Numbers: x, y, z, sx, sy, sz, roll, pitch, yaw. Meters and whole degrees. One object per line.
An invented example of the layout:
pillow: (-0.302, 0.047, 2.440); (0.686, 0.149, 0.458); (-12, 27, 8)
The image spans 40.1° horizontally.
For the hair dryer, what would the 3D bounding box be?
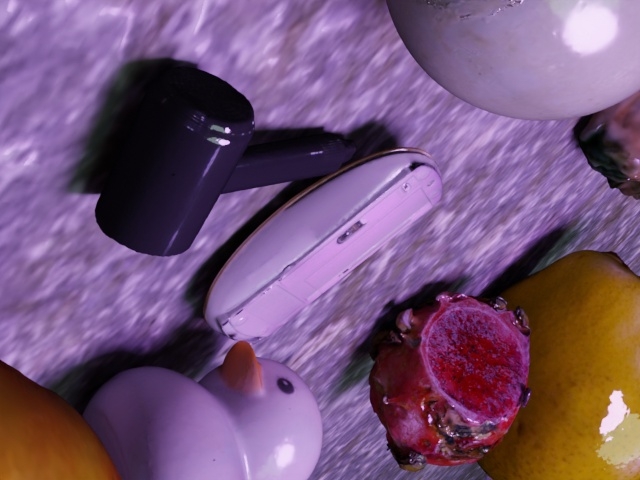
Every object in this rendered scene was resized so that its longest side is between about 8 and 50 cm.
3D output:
hair dryer: (-0.037, -0.063, 0.626); (0.248, 0.070, 0.114); (-15, 145, -50)

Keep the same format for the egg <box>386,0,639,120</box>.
egg: (0.141, -0.169, 0.552); (0.253, 0.186, 0.187); (-3, 136, -49)

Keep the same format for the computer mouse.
computer mouse: (0.000, 0.000, 0.781); (0.245, 0.056, 0.126); (-38, 156, 6)

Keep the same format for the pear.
pear: (0.331, 0.202, 1.259); (0.191, 0.340, 0.387); (3, 111, -41)

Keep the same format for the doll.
doll: (-0.102, 0.207, 0.793); (0.221, 0.221, 0.251); (-8, 113, -49)

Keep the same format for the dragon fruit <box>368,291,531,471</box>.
dragon fruit: (0.171, 0.158, 1.129); (0.282, 0.211, 0.147); (-56, 173, -34)

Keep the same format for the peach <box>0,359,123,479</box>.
peach: (-0.279, 0.209, 0.443); (0.370, 0.370, 0.370); (-32, 153, -18)

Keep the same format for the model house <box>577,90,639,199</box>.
model house: (0.624, -0.113, 1.074); (0.395, 0.400, 0.445); (-52, 153, 17)
